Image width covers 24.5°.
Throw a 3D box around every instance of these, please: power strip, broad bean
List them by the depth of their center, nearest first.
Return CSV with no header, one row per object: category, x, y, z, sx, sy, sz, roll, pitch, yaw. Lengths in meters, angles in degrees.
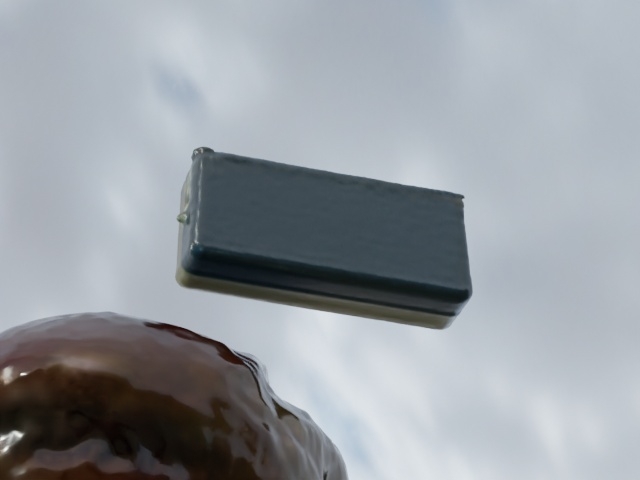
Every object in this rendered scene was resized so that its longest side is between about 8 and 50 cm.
broad bean,-0.065,0.109,0.558,0.156,0.122,0.228,-7,-31,10
power strip,0.000,0.000,0.609,0.123,0.056,0.032,10,-38,-16
